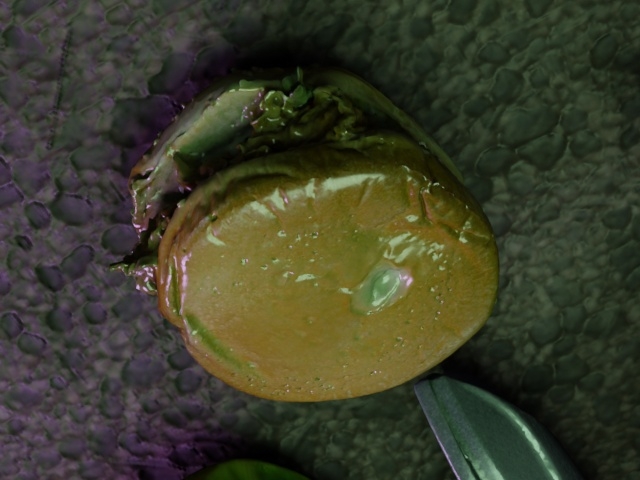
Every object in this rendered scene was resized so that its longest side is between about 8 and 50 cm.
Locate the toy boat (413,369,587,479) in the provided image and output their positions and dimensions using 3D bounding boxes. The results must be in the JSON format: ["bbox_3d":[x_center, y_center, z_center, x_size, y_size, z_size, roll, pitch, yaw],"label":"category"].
[{"bbox_3d":[0.140,0.191,1.217,0.092,0.141,0.319,-27,125,12],"label":"toy boat"}]

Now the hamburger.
[{"bbox_3d":[0.000,0.000,1.072,0.189,0.122,0.215,-40,127,20],"label":"hamburger"}]

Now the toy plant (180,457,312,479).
[{"bbox_3d":[-0.103,0.297,1.218,0.224,0.184,0.316,10,132,-41],"label":"toy plant"}]
